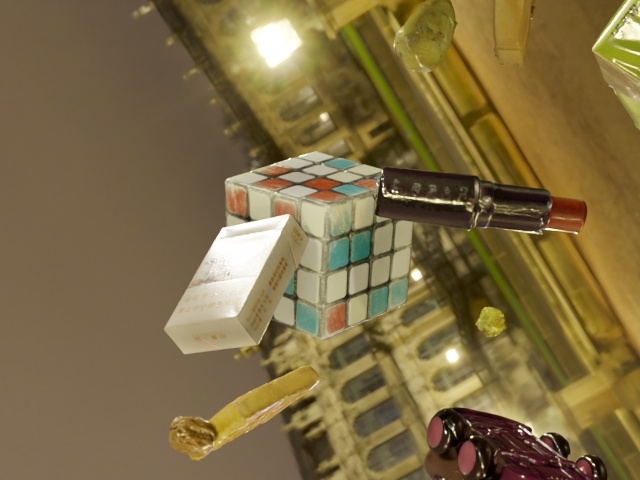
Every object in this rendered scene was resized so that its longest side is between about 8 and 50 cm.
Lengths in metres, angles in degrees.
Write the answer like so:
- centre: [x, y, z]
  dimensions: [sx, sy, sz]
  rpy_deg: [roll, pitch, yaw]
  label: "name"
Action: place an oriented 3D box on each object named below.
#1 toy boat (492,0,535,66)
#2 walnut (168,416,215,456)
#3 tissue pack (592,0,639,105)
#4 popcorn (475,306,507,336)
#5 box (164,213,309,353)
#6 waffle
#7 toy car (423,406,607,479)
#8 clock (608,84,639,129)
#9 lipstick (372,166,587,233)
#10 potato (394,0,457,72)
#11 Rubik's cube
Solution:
- centre: [0.291, -0.361, 1.410]
  dimensions: [0.077, 0.057, 0.200]
  rpy_deg: [-27, -59, -61]
  label: "toy boat"
- centre: [-0.253, 0.388, 1.867]
  dimensions: [0.096, 0.082, 0.079]
  rpy_deg: [18, -141, -20]
  label: "walnut"
- centre: [0.440, -0.258, 1.006]
  dimensions: [0.167, 0.274, 0.200]
  rpy_deg: [38, -168, 15]
  label: "tissue pack"
- centre: [0.384, 0.179, 2.132]
  dimensions: [0.068, 0.059, 0.083]
  rpy_deg: [64, 156, -7]
  label: "popcorn"
- centre: [-0.127, 0.065, 1.468]
  dimensions: [0.067, 0.149, 0.233]
  rpy_deg: [59, -142, -32]
  label: "box"
- centre: [-0.144, 0.359, 1.987]
  dimensions: [0.248, 0.221, 0.055]
  rpy_deg: [-19, -108, -48]
  label: "waffle"
- centre: [0.311, 0.441, 1.632]
  dimensions: [0.271, 0.240, 0.341]
  rpy_deg: [14, -174, -20]
  label: "toy car"
- centre: [0.695, -0.365, 2.022]
  dimensions: [0.232, 0.170, 0.069]
  rpy_deg: [59, -173, 19]
  label: "clock"
- centre: [0.224, -0.052, 1.334]
  dimensions: [0.081, 0.300, 0.081]
  rpy_deg: [7, -90, -90]
  label: "lipstick"
- centre: [0.196, -0.382, 1.746]
  dimensions: [0.105, 0.085, 0.188]
  rpy_deg: [52, -129, -33]
  label: "potato"
- centre: [-0.001, 0.000, 1.732]
  dimensions: [0.253, 0.256, 0.259]
  rpy_deg: [20, 118, 38]
  label: "Rubik's cube"
